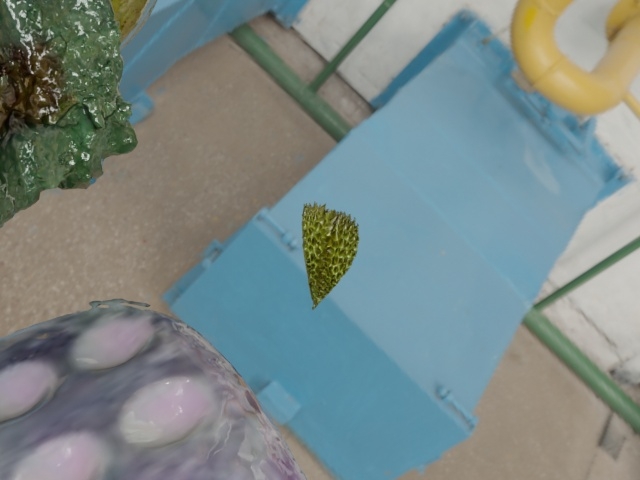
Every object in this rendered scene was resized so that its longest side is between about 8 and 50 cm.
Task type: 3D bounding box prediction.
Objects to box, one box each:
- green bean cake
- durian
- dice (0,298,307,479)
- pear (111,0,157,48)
[{"bbox_3d":[-0.277,-0.085,0.614,0.300,0.169,0.308,-13,25,-17],"label":"green bean cake"},{"bbox_3d":[0.000,0.000,1.360,0.086,0.100,0.215,19,40,-17],"label":"durian"},{"bbox_3d":[-0.152,0.228,0.631,0.270,0.271,0.270,-27,32,-22],"label":"dice"},{"bbox_3d":[-0.322,-0.322,1.064,0.294,0.294,0.294,21,48,-26],"label":"pear"}]
